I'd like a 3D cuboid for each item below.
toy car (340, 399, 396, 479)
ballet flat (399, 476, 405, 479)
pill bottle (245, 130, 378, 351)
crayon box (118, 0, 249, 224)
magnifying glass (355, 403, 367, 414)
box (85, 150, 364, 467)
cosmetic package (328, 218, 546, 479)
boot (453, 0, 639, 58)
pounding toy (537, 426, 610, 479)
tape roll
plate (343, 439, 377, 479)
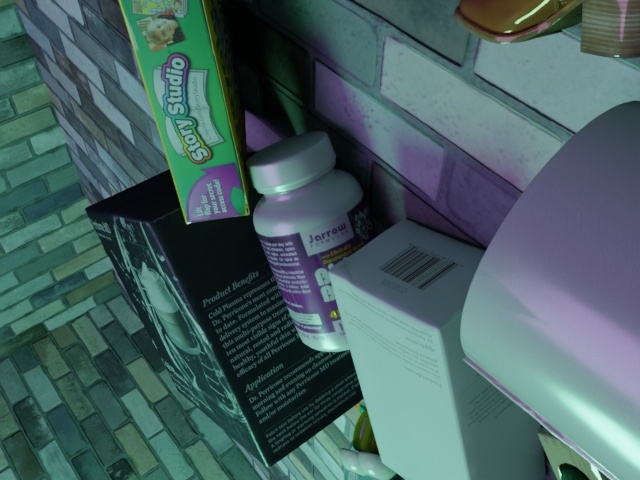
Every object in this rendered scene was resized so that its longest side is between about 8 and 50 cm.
[{"bbox_3d":[0.130,0.363,1.179,0.136,0.159,0.182,25,159,-14],"label":"toy car"},{"bbox_3d":[0.216,0.559,1.291,0.203,0.074,0.074,62,155,7],"label":"ballet flat"},{"bbox_3d":[0.000,0.000,0.955,0.169,0.169,0.302,15,131,56],"label":"pill bottle"},{"bbox_3d":[-0.180,-0.262,0.909,0.313,0.106,0.363,-102,3,-50],"label":"crayon box"},{"bbox_3d":[0.104,0.363,1.336,0.231,0.026,0.092,41,150,30],"label":"magnifying glass"},{"bbox_3d":[-0.179,0.096,1.250,0.479,0.297,0.472,8,123,59],"label":"box"},{"bbox_3d":[0.168,0.192,0.881,0.217,0.156,0.385,27,141,49],"label":"cosmetic package"},{"bbox_3d":[0.184,-0.233,0.496,0.197,0.072,0.153,29,134,47],"label":"boot"},{"bbox_3d":[0.315,0.245,0.680,0.100,0.141,0.130,-6,113,62],"label":"pounding toy"},{"bbox_3d":[0.246,0.043,0.467,0.169,0.246,0.246,39,148,35],"label":"tape roll"},{"bbox_3d":[0.090,0.504,1.381,0.188,0.024,0.188,-37,47,54],"label":"plate"}]
